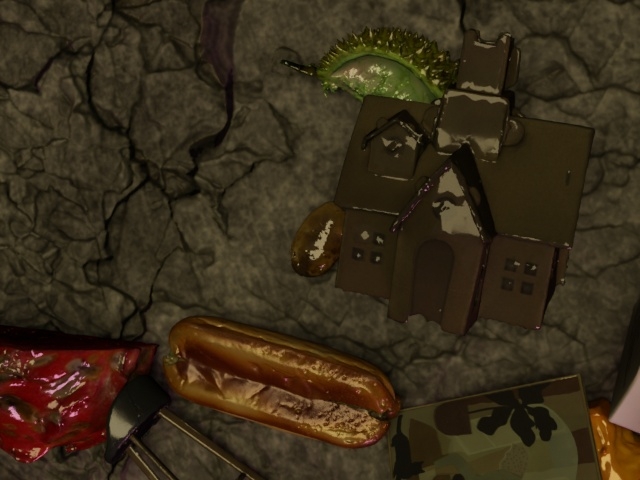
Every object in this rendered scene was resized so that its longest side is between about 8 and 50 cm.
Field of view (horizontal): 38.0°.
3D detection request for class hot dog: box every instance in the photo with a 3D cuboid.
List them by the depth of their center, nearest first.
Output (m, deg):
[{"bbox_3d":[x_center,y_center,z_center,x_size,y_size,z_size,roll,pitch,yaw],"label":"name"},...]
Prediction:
[{"bbox_3d":[-0.041,0.140,0.942,0.249,0.068,0.100,16,106,13],"label":"hot dog"}]

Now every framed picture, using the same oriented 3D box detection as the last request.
[{"bbox_3d":[0.161,0.211,0.883,0.201,0.010,0.136,-16,58,21],"label":"framed picture"}]

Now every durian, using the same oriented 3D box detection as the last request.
[{"bbox_3d":[0.069,-0.160,0.916,0.215,0.086,0.100,30,110,7],"label":"durian"}]

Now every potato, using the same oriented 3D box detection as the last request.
[{"bbox_3d":[0.000,0.000,0.946,0.051,0.040,0.083,30,97,4],"label":"potato"}]

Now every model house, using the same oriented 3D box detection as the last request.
[{"bbox_3d":[0.126,-0.061,0.817,0.211,0.204,0.243,11,106,13],"label":"model house"}]

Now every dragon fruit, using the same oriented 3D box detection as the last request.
[{"bbox_3d":[-0.327,0.154,0.936,0.262,0.211,0.134,5,84,17],"label":"dragon fruit"}]

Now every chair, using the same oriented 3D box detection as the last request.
[{"bbox_3d":[-0.138,0.246,0.954,0.221,0.104,0.095,45,117,5],"label":"chair"}]

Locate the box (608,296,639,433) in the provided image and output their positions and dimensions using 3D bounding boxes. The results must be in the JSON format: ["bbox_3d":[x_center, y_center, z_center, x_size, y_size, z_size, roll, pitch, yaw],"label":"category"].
[{"bbox_3d":[0.392,0.045,0.719,0.225,0.341,0.143,21,51,10],"label":"box"}]

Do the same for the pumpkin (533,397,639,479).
[{"bbox_3d":[0.257,0.285,0.872,0.290,0.095,0.258,23,92,17],"label":"pumpkin"}]
